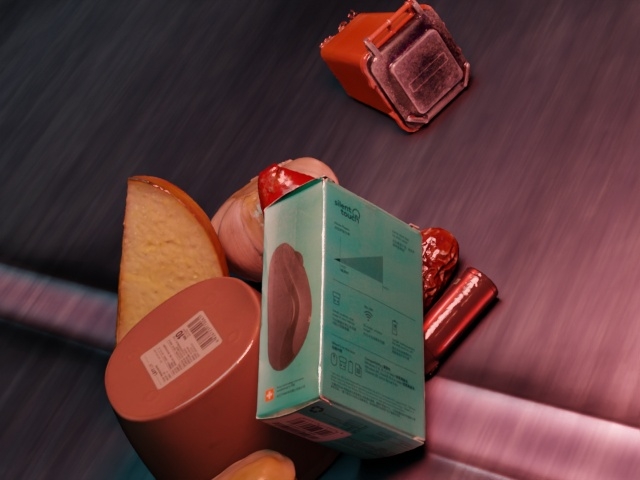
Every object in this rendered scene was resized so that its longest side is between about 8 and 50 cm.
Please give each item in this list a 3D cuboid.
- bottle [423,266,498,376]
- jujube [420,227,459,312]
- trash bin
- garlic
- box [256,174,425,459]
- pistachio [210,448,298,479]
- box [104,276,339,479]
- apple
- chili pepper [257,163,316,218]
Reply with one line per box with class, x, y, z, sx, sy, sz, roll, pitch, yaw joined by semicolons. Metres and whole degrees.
bottle;0.167;0.113;1.886;0.164;0.060;0.060;-46;37;-15
jujube;0.146;0.044;1.973;0.077;0.077;0.129;4;62;42
trash bin;0.107;-0.302;2.317;0.161;0.184;0.238;-44;30;-12
garlic;-0.065;-0.023;2.147;0.228;0.152;0.228;-35;9;6
box;0.029;0.103;1.805;0.118;0.205;0.311;-21;55;36
pistachio;-0.128;0.381;1.724;0.288;0.166;0.197;-37;28;-12
box;-0.129;0.203;1.890;0.301;0.216;0.301;-21;37;17
apple;-0.230;0.063;2.081;0.179;0.346;0.254;-12;23;-44
chili pepper;0.000;0.000;1.996;0.144;0.253;0.136;-4;27;47
